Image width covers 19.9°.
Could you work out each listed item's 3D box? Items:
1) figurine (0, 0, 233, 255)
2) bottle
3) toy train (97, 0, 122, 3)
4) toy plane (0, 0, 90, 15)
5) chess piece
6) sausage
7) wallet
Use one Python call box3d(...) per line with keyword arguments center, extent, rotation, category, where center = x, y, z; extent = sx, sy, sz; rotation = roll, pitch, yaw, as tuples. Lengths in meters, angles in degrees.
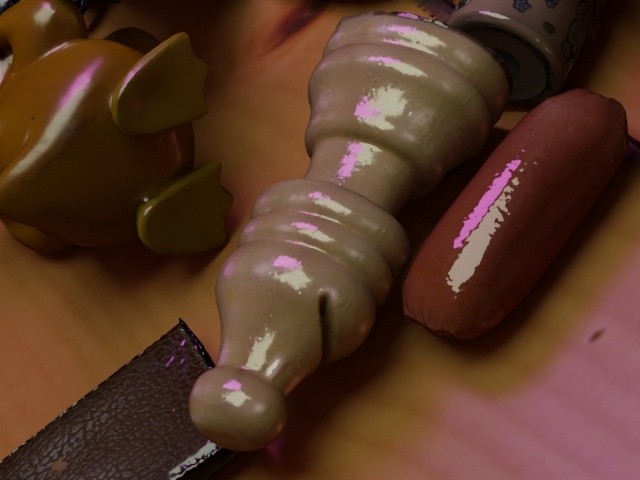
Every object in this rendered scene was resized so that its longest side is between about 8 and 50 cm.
box3d(center=(-0.184, -0.078, 1.333), extent=(0.215, 0.215, 0.228), rotation=(-39, 28, -2), category="figurine")
box3d(center=(0.153, -0.176, 1.258), extent=(0.099, 0.099, 0.152), rotation=(6, 53, 38), category="bottle")
box3d(center=(-0.171, -0.254, 1.415), extent=(0.194, 0.298, 0.120), rotation=(32, 104, 18), category="toy train")
box3d(center=(-0.263, -0.209, 1.573), extent=(0.155, 0.106, 0.382), rotation=(9, 52, 25), category="toy plane")
box3d(center=(0.000, 0.000, 1.182), extent=(0.138, 0.124, 0.307), rotation=(22, 64, 15), category="chess piece")
box3d(center=(0.124, -0.017, 1.147), extent=(0.077, 0.077, 0.194), rotation=(23, 68, 45), category="sausage")
box3d(center=(-0.159, 0.165, 1.202), extent=(0.243, 0.039, 0.133), rotation=(-39, 37, 0), category="wallet")
